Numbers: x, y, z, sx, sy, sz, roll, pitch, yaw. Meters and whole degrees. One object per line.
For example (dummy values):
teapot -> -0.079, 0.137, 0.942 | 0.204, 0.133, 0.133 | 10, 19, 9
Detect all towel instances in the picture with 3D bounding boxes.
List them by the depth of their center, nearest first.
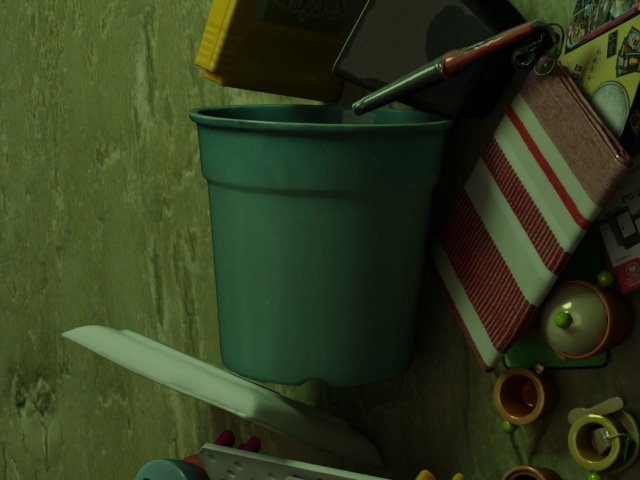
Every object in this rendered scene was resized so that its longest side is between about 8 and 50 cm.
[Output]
towel -> 0.247, -0.032, 1.747 | 0.329, 0.037, 0.237 | -62, 31, 30

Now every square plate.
square plate -> -0.121, 0.203, 1.925 | 0.347, 0.344, 0.049 | 19, 84, 36

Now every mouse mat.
mouse mat -> 0.292, 0.069, 1.812 | 0.152, 0.007, 0.189 | -5, 87, 37

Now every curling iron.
curling iron -> 0.164, -0.200, 1.728 | 0.274, 0.035, 0.068 | -17, 99, 17

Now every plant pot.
plant pot -> 0.159, -0.251, 1.826 | 0.167, 0.188, 0.187 | 36, 110, 18
plant pot -> 0.000, 0.000, 1.859 | 0.341, 0.341, 0.334 | 8, 102, 37

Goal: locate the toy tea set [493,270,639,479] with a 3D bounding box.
toy tea set -> 0.278, 0.191, 1.736 | 0.200, 0.124, 0.336 | -6, 85, 37

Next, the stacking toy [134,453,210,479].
stacking toy -> -0.249, 0.483, 2.136 | 0.309, 0.130, 0.279 | -38, 66, 31

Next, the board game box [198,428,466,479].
board game box -> 0.065, 0.419, 1.817 | 0.390, 0.050, 0.390 | 5, 128, 37

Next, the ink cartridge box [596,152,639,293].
ink cartridge box -> 0.391, -0.025, 1.703 | 0.109, 0.063, 0.150 | -28, 72, 34

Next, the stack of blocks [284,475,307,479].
stack of blocks -> 0.045, 0.437, 1.739 | 0.171, 0.087, 0.297 | 7, 129, 36

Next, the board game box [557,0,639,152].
board game box -> 0.359, -0.243, 1.709 | 0.165, 0.042, 0.243 | 36, 113, 58

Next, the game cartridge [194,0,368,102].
game cartridge -> -0.018, -0.348, 1.887 | 0.053, 0.285, 0.323 | 26, 105, 33
